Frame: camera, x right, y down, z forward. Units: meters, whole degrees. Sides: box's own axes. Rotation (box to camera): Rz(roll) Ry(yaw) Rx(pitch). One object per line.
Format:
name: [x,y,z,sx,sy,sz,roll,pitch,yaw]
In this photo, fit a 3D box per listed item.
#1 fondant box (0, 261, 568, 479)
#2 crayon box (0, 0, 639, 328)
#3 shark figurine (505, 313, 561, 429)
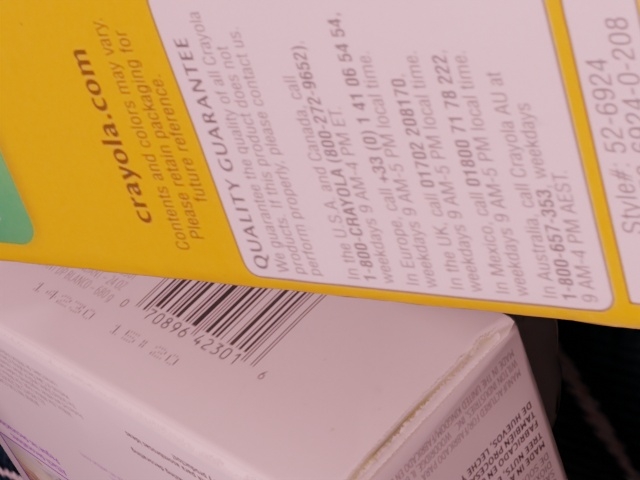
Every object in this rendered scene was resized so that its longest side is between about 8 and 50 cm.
fondant box: [-0.005,0.128,0.670,0.238,0.096,0.330,24,148,40]
crayon box: [-0.053,-0.095,0.410,0.323,0.083,0.203,4,125,36]
shark figurine: [-0.016,-0.024,0.692,0.278,0.116,0.166,34,140,17]
